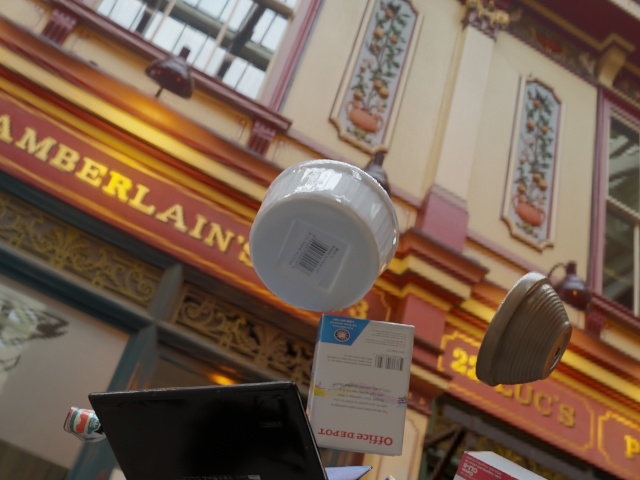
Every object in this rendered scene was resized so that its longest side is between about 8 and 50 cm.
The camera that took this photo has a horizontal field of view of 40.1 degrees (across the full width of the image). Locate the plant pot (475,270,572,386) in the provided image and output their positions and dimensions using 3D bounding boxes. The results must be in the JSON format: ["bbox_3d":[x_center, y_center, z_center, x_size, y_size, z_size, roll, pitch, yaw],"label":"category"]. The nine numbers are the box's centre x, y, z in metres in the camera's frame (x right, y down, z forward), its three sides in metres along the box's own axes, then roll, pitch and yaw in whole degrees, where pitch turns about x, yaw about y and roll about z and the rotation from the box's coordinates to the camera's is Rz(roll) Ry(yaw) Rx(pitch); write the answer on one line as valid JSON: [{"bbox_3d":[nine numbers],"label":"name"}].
[{"bbox_3d":[0.401,0.186,1.664,0.109,0.237,0.237,27,-32,29],"label":"plant pot"}]

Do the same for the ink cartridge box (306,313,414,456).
[{"bbox_3d":[0.067,0.269,1.617,0.171,0.233,0.168,9,-12,-2],"label":"ink cartridge box"}]

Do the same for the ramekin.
[{"bbox_3d":[0.000,0.000,1.642,0.277,0.135,0.277,7,-63,13],"label":"ramekin"}]

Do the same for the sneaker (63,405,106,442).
[{"bbox_3d":[-0.406,0.346,1.613,0.075,0.057,0.161,12,-19,14],"label":"sneaker"}]

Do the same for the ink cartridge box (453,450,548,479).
[{"bbox_3d":[0.271,0.441,1.388,0.127,0.176,0.128,21,0,33],"label":"ink cartridge box"}]

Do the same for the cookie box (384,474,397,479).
[{"bbox_3d":[0.132,0.536,1.745,0.040,0.107,0.092,47,-5,-31],"label":"cookie box"}]

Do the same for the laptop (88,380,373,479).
[{"bbox_3d":[-0.147,0.360,1.619,0.381,0.236,0.408,-7,-61,18],"label":"laptop"}]
